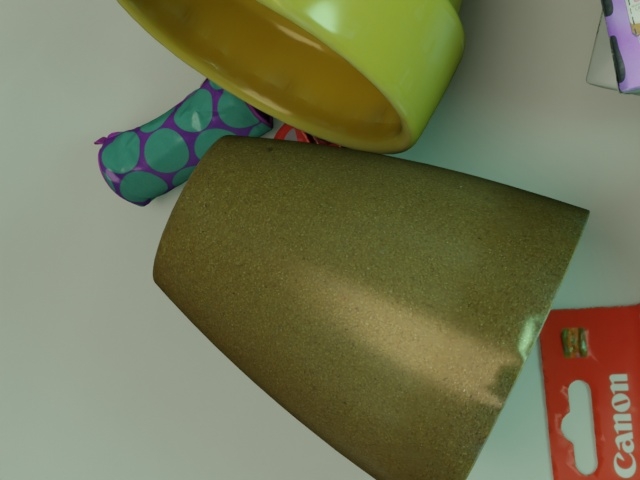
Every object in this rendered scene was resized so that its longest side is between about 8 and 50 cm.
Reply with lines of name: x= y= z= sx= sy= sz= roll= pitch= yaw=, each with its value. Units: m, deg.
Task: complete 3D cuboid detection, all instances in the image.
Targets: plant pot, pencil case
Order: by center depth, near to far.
plant pot: x=0.022 y=0.033 z=1.031 sx=0.254 sy=0.237 sz=0.237 roll=26 pitch=104 yaw=8
plant pot: x=0.011 y=-0.225 z=1.045 sx=0.254 sy=0.254 sz=0.239 roll=25 pitch=78 yaw=22
pencil case: x=-0.110 y=-0.088 z=1.209 sx=0.152 sy=0.064 sz=0.070 roll=-30 pitch=95 yaw=23

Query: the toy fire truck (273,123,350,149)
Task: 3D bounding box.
toy fire truck: x=0.000 y=0.000 z=1.172 sx=0.135 sy=0.047 sz=0.192 roll=-32 pitch=80 yaw=23

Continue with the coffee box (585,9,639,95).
coffee box: x=0.280 y=-0.232 z=0.961 sx=0.119 sy=0.168 sz=0.297 roll=16 pitch=99 yaw=23

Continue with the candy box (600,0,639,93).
candy box: x=0.238 y=-0.198 z=0.851 sx=0.165 sy=0.070 sz=0.196 roll=-12 pitch=89 yaw=25

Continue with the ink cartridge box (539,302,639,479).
ink cartridge box: x=0.269 y=0.136 z=1.053 sx=0.232 sy=0.066 sz=0.189 roll=-5 pitch=91 yaw=21
